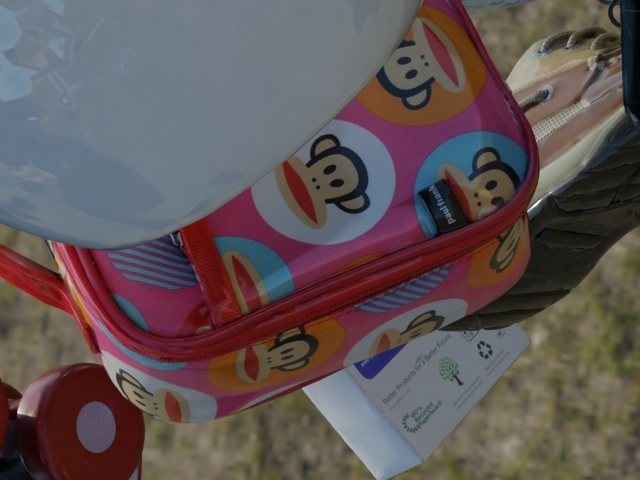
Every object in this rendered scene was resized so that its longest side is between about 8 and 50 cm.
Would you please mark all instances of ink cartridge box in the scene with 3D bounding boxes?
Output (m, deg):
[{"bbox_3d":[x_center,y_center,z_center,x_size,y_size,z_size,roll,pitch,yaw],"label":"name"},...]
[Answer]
[{"bbox_3d":[0.000,0.000,1.470,0.332,0.165,0.065,52,139,-4],"label":"ink cartridge box"}]

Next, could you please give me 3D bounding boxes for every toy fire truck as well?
[{"bbox_3d":[-0.259,0.212,1.423,0.169,0.302,0.253,-10,73,44],"label":"toy fire truck"}]

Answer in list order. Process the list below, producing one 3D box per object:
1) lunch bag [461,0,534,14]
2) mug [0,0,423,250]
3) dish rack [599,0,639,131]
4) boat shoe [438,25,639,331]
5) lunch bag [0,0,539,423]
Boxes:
[{"bbox_3d":[0.088,-0.209,1.508,0.151,0.129,0.096,28,121,43],"label":"lunch bag"},{"bbox_3d":[-0.161,-0.146,0.727,0.374,0.328,0.276,-32,21,22],"label":"mug"},{"bbox_3d":[0.153,-0.197,0.945,0.271,0.074,0.208,-102,6,-61],"label":"dish rack"},{"bbox_3d":[0.151,-0.066,1.150,0.324,0.123,0.120,-37,57,36],"label":"boat shoe"},{"bbox_3d":[-0.058,-0.065,0.967,0.120,0.258,0.293,84,161,-63],"label":"lunch bag"}]
